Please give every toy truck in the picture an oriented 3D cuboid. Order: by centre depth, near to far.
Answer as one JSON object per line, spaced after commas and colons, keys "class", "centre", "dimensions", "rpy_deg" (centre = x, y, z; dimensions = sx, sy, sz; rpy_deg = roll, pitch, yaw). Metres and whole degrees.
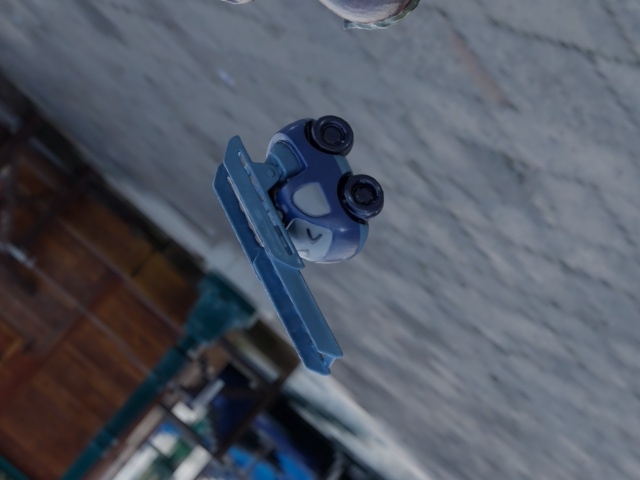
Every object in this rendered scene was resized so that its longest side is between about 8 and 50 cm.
{"class": "toy truck", "centre": [0.000, 0.000, 0.919], "dimensions": [0.136, 0.074, 0.063], "rpy_deg": [61, 154, 19]}

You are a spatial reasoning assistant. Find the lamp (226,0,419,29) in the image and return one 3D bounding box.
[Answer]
{"class": "lamp", "centre": [0.021, -0.268, 1.543], "dimensions": [0.223, 0.215, 0.151], "rpy_deg": [24, 158, 14]}
